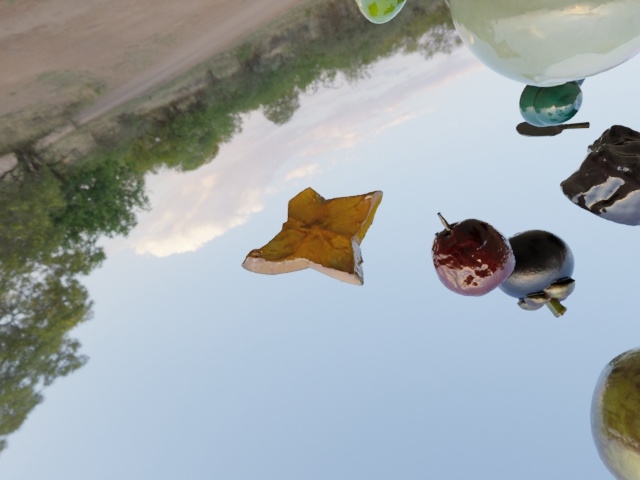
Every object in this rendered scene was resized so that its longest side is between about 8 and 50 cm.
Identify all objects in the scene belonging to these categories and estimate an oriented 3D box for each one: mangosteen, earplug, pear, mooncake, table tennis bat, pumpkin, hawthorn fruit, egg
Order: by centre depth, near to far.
[{"bbox_3d":[0.364,-0.382,0.642,0.278,0.278,0.336,-25,-124,-2],"label":"egg"},{"bbox_3d":[0.582,0.292,0.649,0.283,0.284,0.284,-20,-155,10],"label":"pear"},{"bbox_3d":[-0.012,-0.019,1.011,0.289,0.095,0.259,8,-116,15],"label":"pumpkin"},{"bbox_3d":[0.421,0.025,1.224,0.210,0.266,0.230,-34,178,-38],"label":"hawthorn fruit"},{"bbox_3d":[0.741,-0.448,1.279,0.257,0.164,0.280,-14,-152,17],"label":"earplug"},{"bbox_3d":[1.031,-0.218,1.388,0.350,0.212,0.381,30,-130,13],"label":"mooncake"},{"bbox_3d":[0.729,0.115,1.411,0.274,0.275,0.303,-23,-111,2],"label":"mangosteen"},{"bbox_3d":[0.817,-0.398,1.477,0.234,0.022,0.131,0,-142,15],"label":"table tennis bat"}]

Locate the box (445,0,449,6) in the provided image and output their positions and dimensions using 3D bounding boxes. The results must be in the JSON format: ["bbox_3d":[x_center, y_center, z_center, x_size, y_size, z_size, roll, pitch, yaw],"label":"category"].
[{"bbox_3d":[0.427,-0.594,0.912,0.293,0.194,0.167,-29,180,33],"label":"box"}]

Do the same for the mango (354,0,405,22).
[{"bbox_3d":[0.068,-0.437,0.590,0.142,0.293,0.176,19,-92,25],"label":"mango"}]
